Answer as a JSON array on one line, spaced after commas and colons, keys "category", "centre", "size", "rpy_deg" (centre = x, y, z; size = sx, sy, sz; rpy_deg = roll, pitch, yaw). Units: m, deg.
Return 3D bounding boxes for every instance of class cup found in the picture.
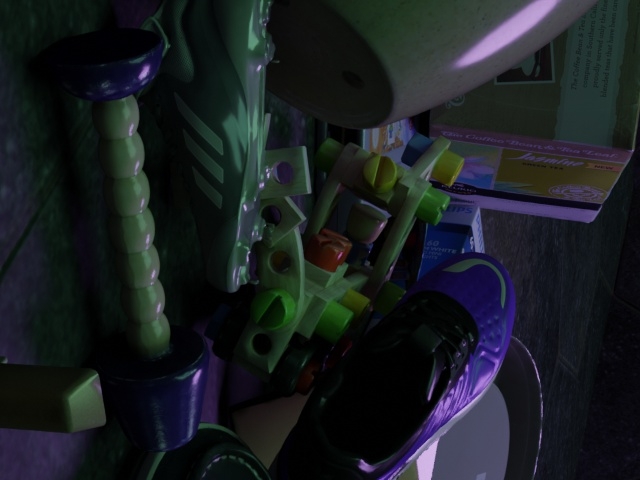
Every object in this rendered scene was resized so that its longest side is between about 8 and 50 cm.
[{"category": "cup", "centre": [0.043, -0.222, 0.923], "size": [0.237, 0.331, 0.331], "rpy_deg": [-54, 150, -20]}]

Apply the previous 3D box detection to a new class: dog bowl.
[{"category": "dog bowl", "centre": [0.102, 0.249, 1.340], "size": [0.348, 0.102, 0.349], "rpy_deg": [-27, 125, -46]}]

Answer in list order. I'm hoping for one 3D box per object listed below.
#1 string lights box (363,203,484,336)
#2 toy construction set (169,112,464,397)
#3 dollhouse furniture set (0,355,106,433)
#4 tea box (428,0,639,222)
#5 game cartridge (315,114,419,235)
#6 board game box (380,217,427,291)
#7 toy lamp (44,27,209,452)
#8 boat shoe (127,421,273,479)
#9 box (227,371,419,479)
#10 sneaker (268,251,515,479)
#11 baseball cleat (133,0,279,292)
[{"category": "string lights box", "centre": [0.128, 0.083, 1.532], "size": [0.260, 0.076, 0.133], "rpy_deg": [-62, 149, -47]}, {"category": "toy construction set", "centre": [0.000, 0.000, 1.037], "size": [0.215, 0.151, 0.327], "rpy_deg": [-62, 155, 11]}, {"category": "dollhouse furniture set", "centre": [-0.155, 0.087, 0.684], "size": [0.081, 0.114, 0.091], "rpy_deg": [-54, 143, -62]}, {"category": "tea box", "centre": [0.247, -0.224, 1.483], "size": [0.323, 0.219, 0.329], "rpy_deg": [67, 32, -77]}, {"category": "game cartridge", "centre": [0.052, -0.162, 1.291], "size": [0.198, 0.062, 0.297], "rpy_deg": [-24, 118, -63]}, {"category": "board game box", "centre": [0.088, -0.026, 1.430], "size": [0.169, 0.033, 0.133], "rpy_deg": [-93, -170, -49]}, {"category": "toy lamp", "centre": [-0.118, 0.009, 0.820], "size": [0.080, 0.080, 0.275], "rpy_deg": [-53, 142, -56]}, {"category": "boat shoe", "centre": [-0.024, 0.345, 0.840], "size": [0.186, 0.156, 0.500], "rpy_deg": [24, 45, -44]}, {"category": "box", "centre": [0.011, 0.214, 1.134], "size": [0.164, 0.021, 0.201], "rpy_deg": [-16, 109, -24]}, {"category": "sneaker", "centre": [0.077, 0.098, 1.018], "size": [0.293, 0.102, 0.146], "rpy_deg": [-47, 166, -31]}, {"category": "baseball cleat", "centre": [-0.083, -0.070, 0.853], "size": [0.072, 0.109, 0.206], "rpy_deg": [-48, 144, -80]}]
